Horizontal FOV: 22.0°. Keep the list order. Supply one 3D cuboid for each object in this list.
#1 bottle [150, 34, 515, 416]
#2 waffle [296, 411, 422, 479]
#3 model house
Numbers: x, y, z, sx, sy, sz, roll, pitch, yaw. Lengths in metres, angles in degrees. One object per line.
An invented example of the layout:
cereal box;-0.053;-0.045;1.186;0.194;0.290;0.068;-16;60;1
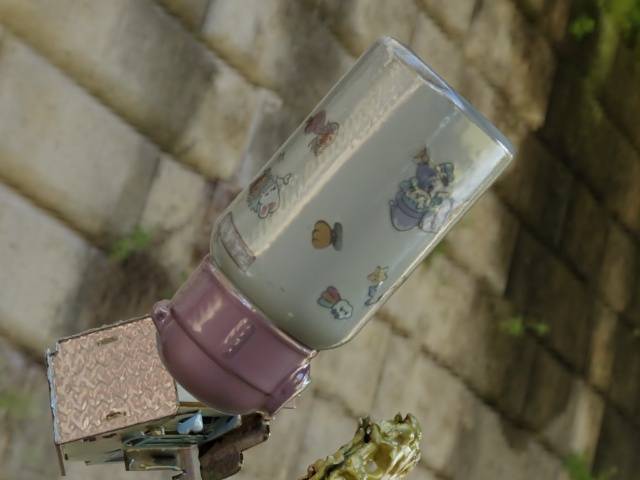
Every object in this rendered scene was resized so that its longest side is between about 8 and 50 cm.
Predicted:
bottle;0.000;0.000;0.955;0.110;0.233;0.110;41;5;-4
waffle;-0.010;0.233;1.409;0.052;0.245;0.254;52;-1;12
model house;-0.214;0.199;1.985;0.244;0.169;0.326;10;-27;-37
